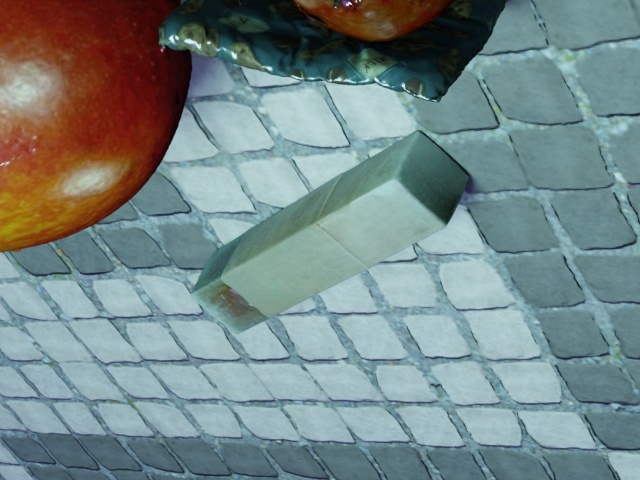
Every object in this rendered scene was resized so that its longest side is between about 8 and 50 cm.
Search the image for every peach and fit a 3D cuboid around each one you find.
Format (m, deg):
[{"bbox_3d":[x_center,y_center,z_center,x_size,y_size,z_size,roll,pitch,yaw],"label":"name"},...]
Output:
[{"bbox_3d":[-0.293,-0.161,1.365,0.370,0.370,0.370,17,143,13],"label":"peach"}]

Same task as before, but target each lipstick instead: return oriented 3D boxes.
[{"bbox_3d":[0.000,0.000,1.587,0.080,0.076,0.371,41,142,-17],"label":"lipstick"}]

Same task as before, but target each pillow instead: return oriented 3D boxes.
[{"bbox_3d":[0.011,-0.180,1.265,0.255,0.189,0.034,14,127,19],"label":"pillow"}]

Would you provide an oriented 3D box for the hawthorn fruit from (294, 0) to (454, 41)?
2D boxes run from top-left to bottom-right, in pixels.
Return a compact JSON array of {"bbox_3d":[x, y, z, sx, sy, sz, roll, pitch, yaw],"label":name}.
[{"bbox_3d":[0.031,-0.233,1.148,0.181,0.235,0.181,13,132,15],"label":"hawthorn fruit"}]
